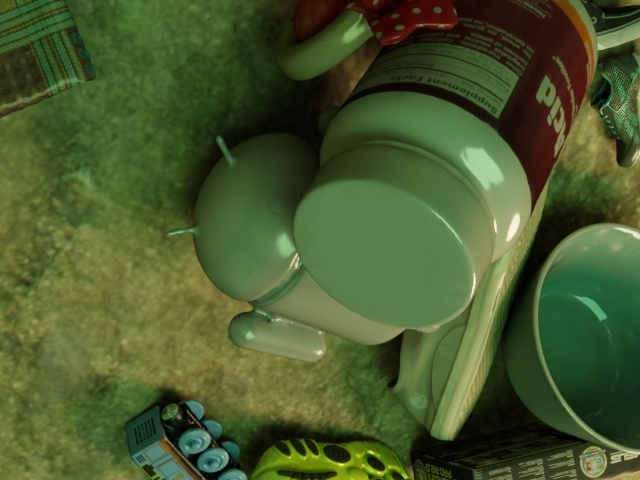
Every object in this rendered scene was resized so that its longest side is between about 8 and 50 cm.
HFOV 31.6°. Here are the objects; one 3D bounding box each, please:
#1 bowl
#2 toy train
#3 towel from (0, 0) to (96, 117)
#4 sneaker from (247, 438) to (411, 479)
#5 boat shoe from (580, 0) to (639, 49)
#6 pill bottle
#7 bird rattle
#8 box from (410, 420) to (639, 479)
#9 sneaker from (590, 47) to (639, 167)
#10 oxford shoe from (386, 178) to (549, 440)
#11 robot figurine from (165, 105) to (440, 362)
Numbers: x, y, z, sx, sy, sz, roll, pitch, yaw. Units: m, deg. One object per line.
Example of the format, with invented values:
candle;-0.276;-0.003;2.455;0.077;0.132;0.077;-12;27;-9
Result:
bowl;0.371;0.145;1.547;0.311;0.163;0.312;9;71;-26
toy train;-0.173;0.285;1.489;0.105;0.080;0.184;-29;128;5
towel;-0.396;-0.264;1.003;0.271;0.040;0.370;-25;99;-9
sneaker;0.017;0.347;1.605;0.295;0.109;0.123;19;135;-35
boat shoe;0.299;-0.269;1.383;0.228;0.080;0.076;-13;109;-11
pill bottle;0.136;-0.109;1.187;0.392;0.224;0.224;-58;138;-40
bird rattle;0.041;-0.240;1.181;0.207;0.253;0.143;-40;123;17
box;0.293;0.315;1.624;0.270;0.216;0.060;-9;90;-20
sneaker;0.392;-0.173;1.492;0.076;0.065;0.166;-5;118;-2
oxford shoe;0.191;0.053;1.482;0.169;0.130;0.449;-28;139;-61
robot figurine;0.000;0.000;1.319;0.353;0.200;0.300;23;90;-30
